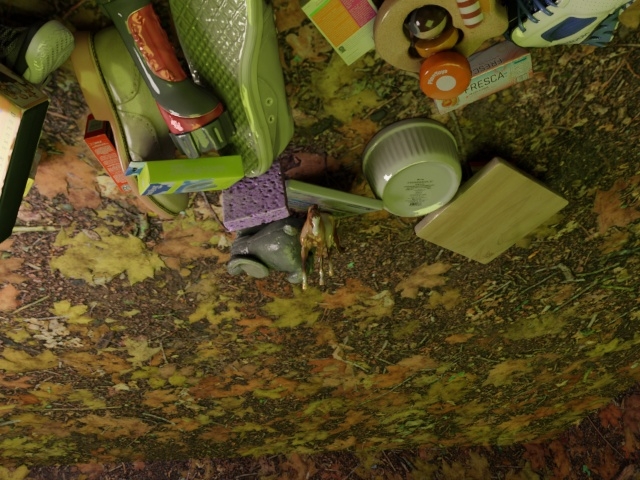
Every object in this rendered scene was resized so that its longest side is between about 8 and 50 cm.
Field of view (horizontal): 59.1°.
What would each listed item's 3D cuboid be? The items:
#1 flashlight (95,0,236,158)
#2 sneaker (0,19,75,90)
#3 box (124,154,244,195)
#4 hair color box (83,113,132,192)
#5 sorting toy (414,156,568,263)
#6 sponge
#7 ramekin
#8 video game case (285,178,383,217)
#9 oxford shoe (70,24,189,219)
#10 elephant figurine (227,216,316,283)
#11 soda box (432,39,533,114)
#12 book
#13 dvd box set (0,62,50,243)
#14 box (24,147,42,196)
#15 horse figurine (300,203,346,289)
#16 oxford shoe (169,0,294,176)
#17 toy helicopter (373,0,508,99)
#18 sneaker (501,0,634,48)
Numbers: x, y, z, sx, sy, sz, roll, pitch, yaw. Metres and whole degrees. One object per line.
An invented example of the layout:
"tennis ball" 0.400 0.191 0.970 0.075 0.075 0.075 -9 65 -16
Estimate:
"flashlight" -0.228 -0.273 0.832 0.103 0.103 0.304 -34 125 -18
"sneaker" -0.456 -0.280 0.802 0.153 0.101 0.268 42 154 -27
"box" -0.229 -0.109 0.948 0.178 0.042 0.109 -8 177 -25
"hair color box" -0.382 -0.164 1.052 0.043 0.072 0.141 -14 142 4
"sorting toy" 0.387 -0.082 1.319 0.255 0.089 0.257 20 132 -32
"sponge" -0.127 -0.118 1.058 0.117 0.210 0.031 -13 143 5
"ramekin" 0.197 -0.143 1.184 0.207 0.109 0.207 -7 141 -6
"video game case" -0.006 -0.085 1.192 0.212 0.023 0.193 10 172 -24
"oxford shoe" -0.288 -0.189 0.995 0.146 0.140 0.397 -16 142 -3
"elephant figurine" -0.142 0.025 1.289 0.239 0.169 0.186 -3 114 14
"soda box" 0.293 -0.305 1.045 0.183 0.063 0.058 -21 140 11
"book" 0.044 -0.370 0.934 0.096 0.035 0.144 -32 137 19
"dvd box set" -0.609 -0.204 0.799 0.420 0.062 0.307 35 128 -5
"box" -0.623 -0.161 0.988 0.232 0.087 0.058 20 134 -34
"horse figurine" 0.000 0.000 1.227 0.066 0.174 0.263 0 -172 14
"oxford shoe" -0.128 -0.311 0.902 0.169 0.130 0.449 23 141 28
"toy helicopter" 0.207 -0.389 0.829 0.235 0.140 0.355 23 143 -26
"sneaker" 0.377 -0.383 0.877 0.182 0.127 0.315 -11 166 10
